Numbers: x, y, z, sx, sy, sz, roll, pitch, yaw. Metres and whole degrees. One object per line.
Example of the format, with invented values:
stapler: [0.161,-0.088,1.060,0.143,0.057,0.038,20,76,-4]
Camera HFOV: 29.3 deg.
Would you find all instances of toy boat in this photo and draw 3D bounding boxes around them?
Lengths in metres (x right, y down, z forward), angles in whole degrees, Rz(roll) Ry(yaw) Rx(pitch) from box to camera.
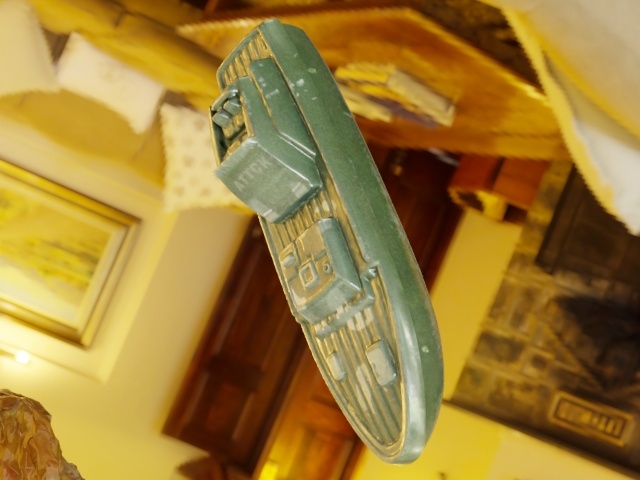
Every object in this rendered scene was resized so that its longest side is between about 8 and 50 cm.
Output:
toy boat: [0.000,0.000,0.669,0.085,0.260,0.078,-4,155,-41]

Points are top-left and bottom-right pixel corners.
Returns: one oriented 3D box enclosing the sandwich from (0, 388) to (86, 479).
sandwich: [-0.168,0.104,0.367,0.250,0.162,0.301,57,-156,10]
